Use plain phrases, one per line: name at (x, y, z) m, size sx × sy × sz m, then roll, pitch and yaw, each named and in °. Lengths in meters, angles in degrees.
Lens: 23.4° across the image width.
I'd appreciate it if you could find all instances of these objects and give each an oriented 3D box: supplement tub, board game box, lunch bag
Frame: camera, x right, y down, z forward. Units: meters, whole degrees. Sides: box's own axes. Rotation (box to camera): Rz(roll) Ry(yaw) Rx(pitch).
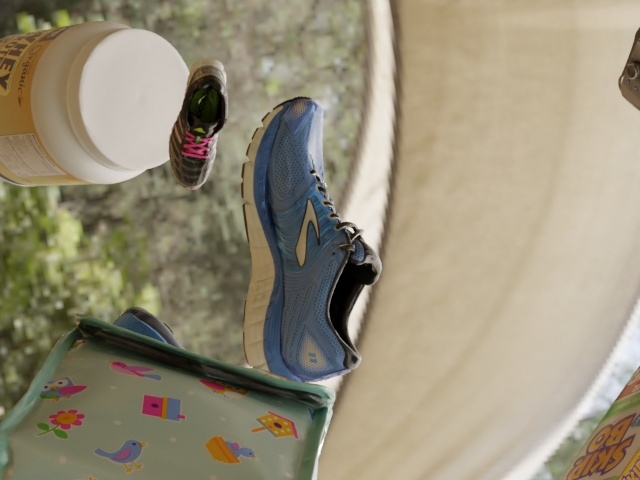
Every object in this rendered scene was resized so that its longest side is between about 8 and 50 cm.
supplement tub at (-0.349, -0.193, 2.201) m, size 0.316 × 0.228 × 0.228 m, roll 0°, pitch -76°, yaw 48°
board game box at (0.331, 0.210, 1.644) m, size 0.039 × 0.259 × 0.124 m, roll 42°, pitch -22°, yaw -10°
lunch bag at (-0.109, 0.159, 1.140) m, size 0.262 × 0.223 × 0.160 m, roll -67°, pitch 172°, yaw -66°

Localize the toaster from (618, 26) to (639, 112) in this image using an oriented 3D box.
toaster at (0.470, -0.183, 1.783) m, size 0.146 × 0.227 × 0.129 m, roll 58°, pitch -35°, yaw 40°

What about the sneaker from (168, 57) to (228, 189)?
sneaker at (-0.153, -0.140, 1.939) m, size 0.075 × 0.063 × 0.170 m, roll -107°, pitch -150°, yaw -69°

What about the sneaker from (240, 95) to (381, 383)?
sneaker at (0.000, 0.000, 1.712) m, size 0.130 × 0.147 × 0.330 m, roll 26°, pitch 59°, yaw -66°

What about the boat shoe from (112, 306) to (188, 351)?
boat shoe at (-0.158, 0.184, 1.894) m, size 0.089 × 0.109 × 0.258 m, roll -82°, pitch 147°, yaw -72°
